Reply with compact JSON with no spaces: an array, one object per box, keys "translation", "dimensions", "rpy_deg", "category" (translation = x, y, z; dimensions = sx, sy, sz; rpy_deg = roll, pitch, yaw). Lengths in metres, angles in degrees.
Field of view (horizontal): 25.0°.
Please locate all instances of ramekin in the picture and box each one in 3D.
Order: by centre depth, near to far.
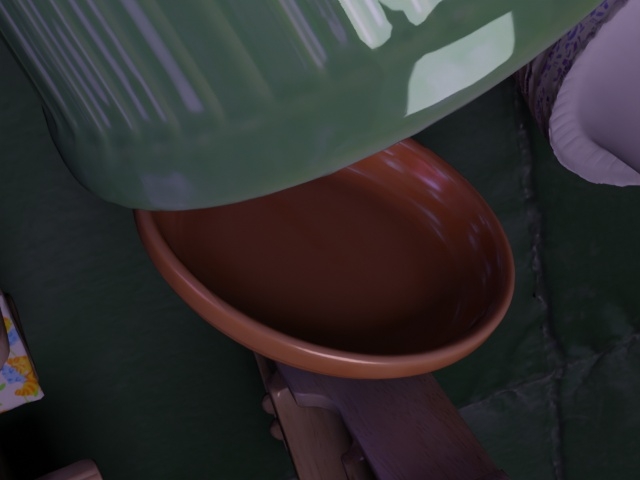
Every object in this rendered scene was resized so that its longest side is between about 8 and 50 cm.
[{"translation":[-0.014,-0.167,0.567],"dimensions":[0.303,0.303,0.148],"rpy_deg":[-34,119,0],"category":"ramekin"}]

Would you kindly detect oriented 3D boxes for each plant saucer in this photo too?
[{"translation":[0.000,0.000,0.734],"dimensions":[0.200,0.200,0.037],"rpy_deg":[2,132,-23],"category":"plant saucer"}]

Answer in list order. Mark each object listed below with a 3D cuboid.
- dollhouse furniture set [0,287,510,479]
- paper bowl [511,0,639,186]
[{"translation":[-0.114,0.188,0.762],"dimensions":[0.394,0.256,0.362],"rpy_deg":[-22,125,-9],"category":"dollhouse furniture set"},{"translation":[0.235,-0.120,0.713],"dimensions":[0.284,0.148,0.284],"rpy_deg":[-19,156,-8],"category":"paper bowl"}]
